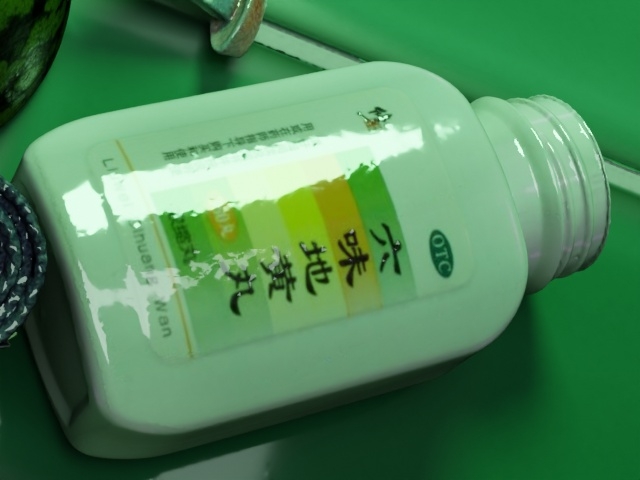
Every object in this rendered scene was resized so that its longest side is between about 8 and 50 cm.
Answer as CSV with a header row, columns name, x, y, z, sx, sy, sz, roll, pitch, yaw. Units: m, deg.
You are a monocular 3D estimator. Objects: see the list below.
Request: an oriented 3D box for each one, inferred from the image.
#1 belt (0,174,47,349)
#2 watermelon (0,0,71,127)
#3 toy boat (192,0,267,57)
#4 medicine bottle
name,x,y,z,sx,sy,sz,roll,pitch,yaw
belt,-0.248,0.023,0.797,0.230,0.126,0.139,-15,99,-18
watermelon,-0.253,-0.120,0.867,0.303,0.128,0.159,-10,77,-24
toy boat,-0.082,-0.170,0.978,0.122,0.034,0.096,31,55,-38
medicine bottle,0.000,0.000,0.934,0.324,0.124,0.179,-12,74,-26
